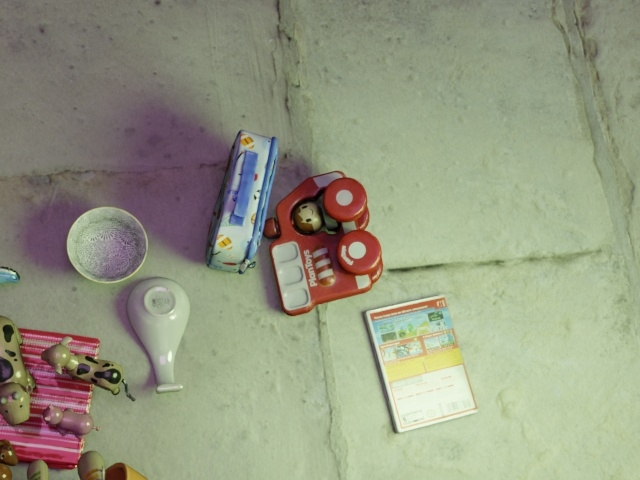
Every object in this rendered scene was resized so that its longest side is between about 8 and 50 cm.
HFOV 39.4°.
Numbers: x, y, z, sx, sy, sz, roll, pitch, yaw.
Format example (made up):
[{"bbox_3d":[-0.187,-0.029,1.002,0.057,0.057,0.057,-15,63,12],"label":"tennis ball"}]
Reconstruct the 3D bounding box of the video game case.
[{"bbox_3d":[0.232,0.281,2.061,0.203,0.025,0.285,-11,76,-16],"label":"video game case"}]

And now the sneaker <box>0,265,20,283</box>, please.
[{"bbox_3d":[-0.714,0.093,1.876,0.162,0.063,0.073,-7,93,-12],"label":"sneaker"}]

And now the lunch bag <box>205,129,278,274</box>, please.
[{"bbox_3d":[-0.170,-0.076,1.955,0.114,0.243,0.304,13,70,-10],"label":"lunch bag"}]

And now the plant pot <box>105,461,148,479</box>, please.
[{"bbox_3d":[-0.364,0.598,1.694,0.203,0.291,0.291,33,68,-19],"label":"plant pot"}]

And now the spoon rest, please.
[{"bbox_3d":[-0.343,0.205,1.924,0.137,0.084,0.277,-2,61,-16],"label":"spoon rest"}]

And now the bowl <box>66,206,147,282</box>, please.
[{"bbox_3d":[-0.463,0.020,1.939,0.170,0.080,0.170,4,72,-12],"label":"bowl"}]

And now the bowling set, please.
[{"bbox_3d":[-0.540,0.508,1.655,0.199,0.154,0.287,28,97,-29],"label":"bowling set"}]

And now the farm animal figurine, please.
[{"bbox_3d":[-0.583,0.273,1.752,0.330,0.172,0.327,-36,81,-20],"label":"farm animal figurine"}]

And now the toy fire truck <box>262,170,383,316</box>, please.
[{"bbox_3d":[0.000,0.000,2.031,0.253,0.169,0.302,-15,76,1],"label":"toy fire truck"}]

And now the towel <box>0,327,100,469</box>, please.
[{"bbox_3d":[-0.574,0.325,1.845,0.198,0.031,0.275,9,70,-9],"label":"towel"}]
